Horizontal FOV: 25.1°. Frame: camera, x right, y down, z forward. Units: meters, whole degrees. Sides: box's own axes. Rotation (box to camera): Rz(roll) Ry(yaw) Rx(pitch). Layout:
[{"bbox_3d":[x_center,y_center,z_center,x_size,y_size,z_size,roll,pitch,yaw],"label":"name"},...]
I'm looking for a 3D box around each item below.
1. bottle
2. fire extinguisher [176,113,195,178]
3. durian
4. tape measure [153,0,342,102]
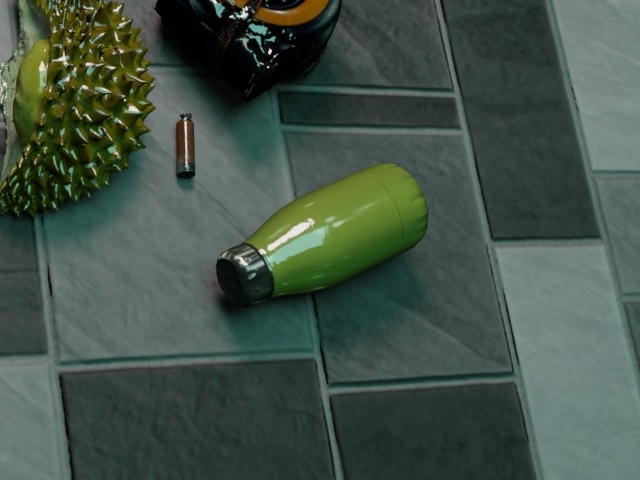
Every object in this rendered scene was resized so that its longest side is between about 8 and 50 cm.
[{"bbox_3d":[0.000,0.000,1.661,0.260,0.112,0.112,-25,82,-31],"label":"bottle"},{"bbox_3d":[-0.157,-0.114,1.684,0.028,0.022,0.083,33,48,-57],"label":"fire extinguisher"},{"bbox_3d":[-0.280,-0.180,1.594,0.172,0.166,0.306,13,67,-55],"label":"durian"},{"bbox_3d":[-0.081,-0.285,1.728,0.202,0.135,0.223,43,55,7],"label":"tape measure"}]
